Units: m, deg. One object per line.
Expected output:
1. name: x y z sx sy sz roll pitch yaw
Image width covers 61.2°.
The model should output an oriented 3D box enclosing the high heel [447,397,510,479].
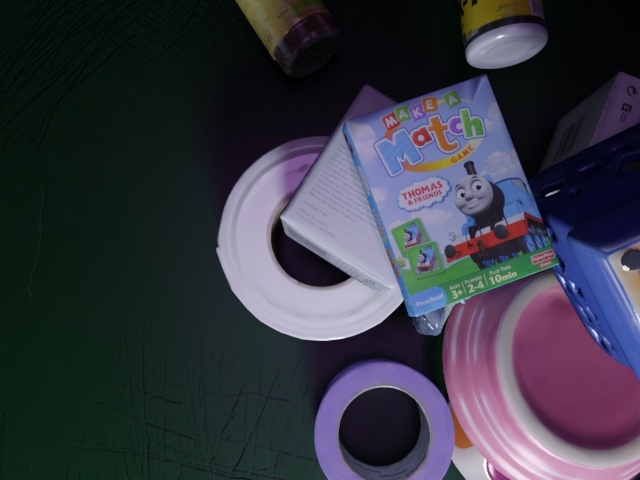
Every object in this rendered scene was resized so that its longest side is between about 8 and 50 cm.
1. high heel: 0.254 0.314 0.764 0.117 0.082 0.244 5 63 -34

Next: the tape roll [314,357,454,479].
1. tape roll: 0.085 0.262 0.755 0.188 0.080 0.189 0 82 0

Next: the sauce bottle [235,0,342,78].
1. sauce bottle: -0.099 -0.417 0.829 0.111 0.111 0.344 -33 85 -3

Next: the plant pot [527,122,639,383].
1. plant pot: 0.369 0.012 0.552 0.236 0.212 0.236 -28 101 18

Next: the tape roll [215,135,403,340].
1. tape roll: 0.000 0.000 0.781 0.286 0.100 0.286 0 83 1

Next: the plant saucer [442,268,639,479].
1. plant saucer: 0.333 0.167 0.723 0.332 0.084 0.332 3 72 -9

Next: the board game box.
1. board game box: 0.133 -0.047 0.565 0.160 0.039 0.212 -20 85 -4

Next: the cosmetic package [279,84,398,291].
1. cosmetic package: 0.063 -0.054 0.659 0.151 0.151 0.184 33 85 2

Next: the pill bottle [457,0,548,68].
1. pill bottle: 0.264 -0.380 0.815 0.119 0.119 0.209 -6 82 0

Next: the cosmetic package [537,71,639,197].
1. cosmetic package: 0.508 -0.066 0.734 0.365 0.197 0.155 23 84 5

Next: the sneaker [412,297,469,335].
1. sneaker: 0.208 0.010 0.715 0.122 0.110 0.283 20 56 18
